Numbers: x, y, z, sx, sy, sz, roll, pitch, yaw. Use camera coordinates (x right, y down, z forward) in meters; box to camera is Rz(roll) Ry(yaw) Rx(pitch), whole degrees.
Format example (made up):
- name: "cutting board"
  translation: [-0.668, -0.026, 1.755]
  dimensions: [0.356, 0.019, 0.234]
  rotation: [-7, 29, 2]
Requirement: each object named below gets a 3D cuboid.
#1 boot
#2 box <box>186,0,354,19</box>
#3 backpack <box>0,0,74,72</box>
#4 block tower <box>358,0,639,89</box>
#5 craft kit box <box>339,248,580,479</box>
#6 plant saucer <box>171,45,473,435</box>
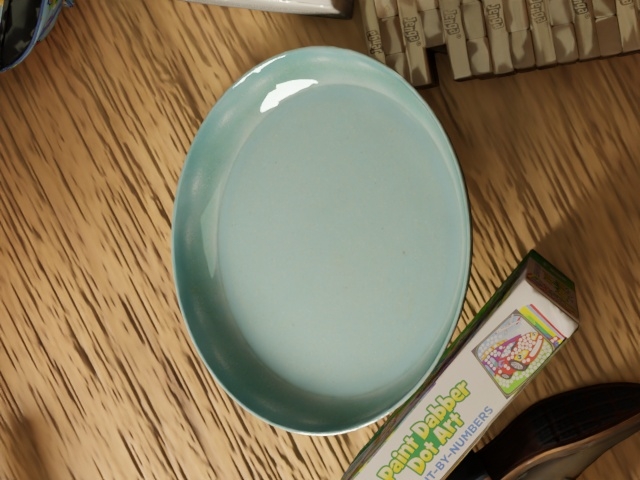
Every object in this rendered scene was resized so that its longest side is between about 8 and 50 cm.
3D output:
- name: "boot"
  translation: [0.200, 0.205, 1.053]
  dimensions: [0.219, 0.082, 0.106]
  rotation: [-25, 112, 7]
- name: "box"
  translation: [-0.057, -0.286, 1.016]
  dimensions: [0.181, 0.119, 0.182]
  rotation: [8, 97, 9]
- name: "backpack"
  translation: [-0.288, -0.232, 1.062]
  dimensions: [0.158, 0.117, 0.173]
  rotation: [11, 96, 9]
- name: "block tower"
  translation: [0.203, -0.188, 0.995]
  dimensions: [0.335, 0.091, 0.097]
  rotation: [-10, 94, 11]
- name: "craft kit box"
  translation: [0.105, 0.124, 0.960]
  dimensions: [0.061, 0.250, 0.246]
  rotation: [43, 100, 5]
- name: "plant saucer"
  translation: [0.000, 0.000, 1.011]
  dimensions: [0.317, 0.044, 0.317]
  rotation: [0, 91, 39]
